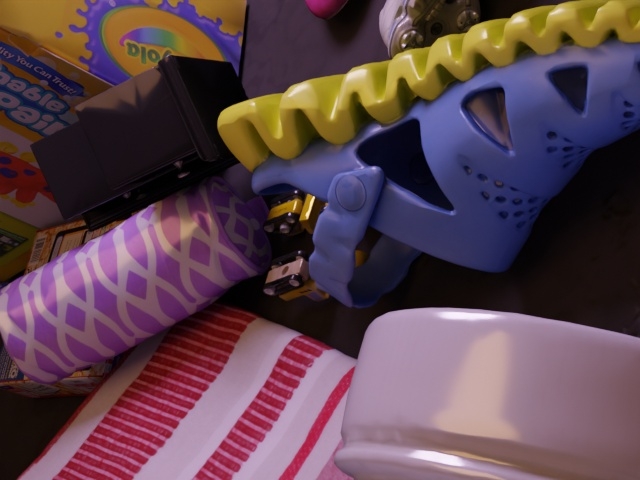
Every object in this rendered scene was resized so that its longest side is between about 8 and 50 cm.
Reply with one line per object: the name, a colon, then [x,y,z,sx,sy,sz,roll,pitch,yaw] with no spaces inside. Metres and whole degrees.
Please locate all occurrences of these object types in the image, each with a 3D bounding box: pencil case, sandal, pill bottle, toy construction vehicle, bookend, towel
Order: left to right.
bookend: [-0.133,-0.061,0.845,0.156,0.157,0.072,-24,92,11]
pencil case: [-0.135,0.030,0.876,0.206,0.088,0.086,-26,84,16]
towel: [-0.083,0.148,0.763,0.237,0.037,0.329,-50,32,-15]
toy construction vehicle: [0.000,0.000,0.815,0.098,0.035,0.086,-22,42,41]
sandal: [0.088,-0.047,0.673,0.317,0.126,0.138,-14,90,42]
pill bottle: [0.059,0.222,0.450,0.204,0.204,0.361,-6,65,51]

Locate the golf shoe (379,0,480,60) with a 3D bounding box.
golf shoe: [0.090,-0.195,0.786,0.176,0.069,0.086,-54,30,13]

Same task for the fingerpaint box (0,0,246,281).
fingerpaint box: [-0.348,-0.163,1.000,0.371,0.444,0.163,-26,50,43]

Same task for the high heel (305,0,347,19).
high heel: [-0.014,-0.286,0.927,0.082,0.117,0.244,-18,55,46]

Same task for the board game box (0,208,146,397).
board game box: [-0.194,0.054,1.016,0.193,0.045,0.147,-9,62,50]
